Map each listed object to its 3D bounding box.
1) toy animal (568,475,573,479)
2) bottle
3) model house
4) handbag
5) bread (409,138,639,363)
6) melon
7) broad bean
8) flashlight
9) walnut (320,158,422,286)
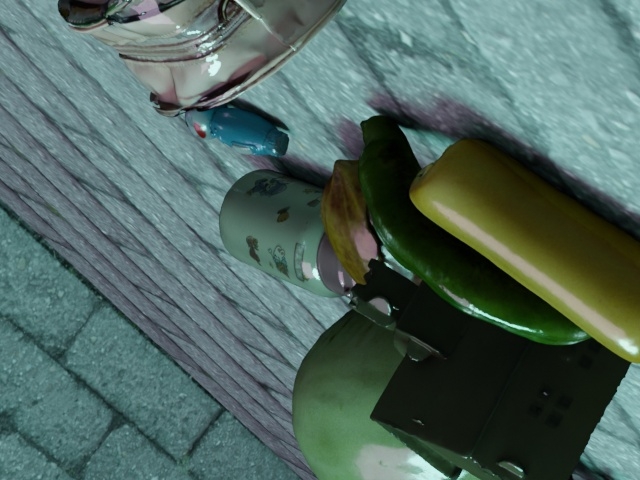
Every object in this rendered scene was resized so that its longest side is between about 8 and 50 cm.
[{"bbox_3d":[0.235,0.289,2.071,0.298,0.122,0.185,14,159,39],"label":"toy animal"},{"bbox_3d":[0.000,0.000,1.708,0.233,0.110,0.110,21,159,48],"label":"bottle"},{"bbox_3d":[0.138,0.103,1.468,0.243,0.211,0.204,30,164,7],"label":"model house"},{"bbox_3d":[-0.084,-0.179,1.169,0.116,0.179,0.205,50,162,-24],"label":"handbag"},{"bbox_3d":[0.182,-0.001,1.292,0.239,0.092,0.074,35,132,12],"label":"bread"},{"bbox_3d":[0.108,0.176,1.726,0.308,0.271,0.272,-6,143,31],"label":"melon"},{"bbox_3d":[0.129,0.004,1.356,0.292,0.144,0.049,34,131,10],"label":"broad bean"},{"bbox_3d":[-0.085,-0.118,1.667,0.129,0.051,0.051,20,160,35],"label":"flashlight"},{"bbox_3d":[0.067,-0.005,1.539,0.116,0.116,0.207,19,151,53],"label":"walnut"}]
